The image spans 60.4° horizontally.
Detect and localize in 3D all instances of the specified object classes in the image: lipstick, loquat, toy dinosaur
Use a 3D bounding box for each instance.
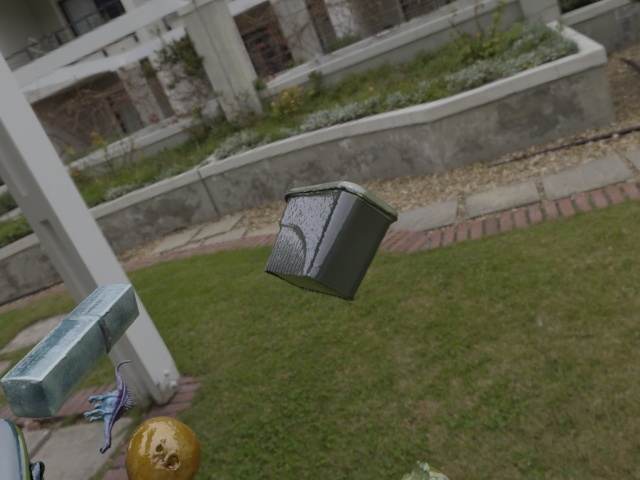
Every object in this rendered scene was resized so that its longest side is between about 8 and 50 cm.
[{"bbox_3d":[-0.394,0.168,0.896,0.077,0.076,0.290,-1,22,9],"label":"lipstick"},{"bbox_3d":[-0.280,0.383,0.979,0.141,0.141,0.141,-20,19,7],"label":"loquat"},{"bbox_3d":[-0.409,0.320,1.071,0.080,0.045,0.197,-5,45,4],"label":"toy dinosaur"}]

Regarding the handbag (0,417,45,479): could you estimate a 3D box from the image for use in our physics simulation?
[{"bbox_3d":[-0.458,0.399,0.701,0.222,0.241,0.263,-12,38,-30],"label":"handbag"}]

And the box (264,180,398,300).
[{"bbox_3d":[0.000,0.000,1.012,0.274,0.138,0.178,0,62,64],"label":"box"}]

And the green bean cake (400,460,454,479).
[{"bbox_3d":[0.099,0.481,0.882,0.236,0.233,0.124,2,4,-30],"label":"green bean cake"}]
